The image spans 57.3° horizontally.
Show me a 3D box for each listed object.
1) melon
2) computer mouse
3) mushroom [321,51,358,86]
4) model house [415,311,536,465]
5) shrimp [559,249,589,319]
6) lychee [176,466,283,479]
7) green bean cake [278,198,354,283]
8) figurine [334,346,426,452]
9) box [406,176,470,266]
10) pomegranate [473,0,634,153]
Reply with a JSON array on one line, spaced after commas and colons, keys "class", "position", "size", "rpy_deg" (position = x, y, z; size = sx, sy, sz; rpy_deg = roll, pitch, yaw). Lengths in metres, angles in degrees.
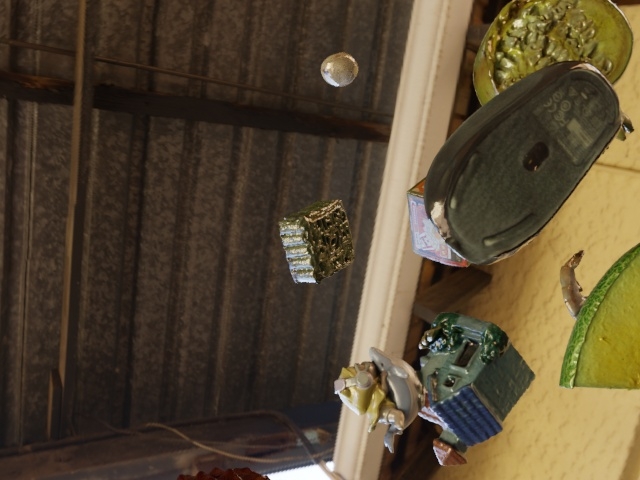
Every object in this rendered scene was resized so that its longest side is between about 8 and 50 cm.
[{"class": "melon", "position": [0.392, 0.087, 0.730], "size": [0.262, 0.114, 0.053], "rpy_deg": [-62, -30, 3]}, {"class": "computer mouse", "position": [0.308, -0.120, 0.911], "size": [0.374, 0.114, 0.203], "rpy_deg": [-43, -83, -9]}, {"class": "mushroom", "position": [0.043, -0.398, 1.333], "size": [0.085, 0.085, 0.079], "rpy_deg": [21, -127, -34]}, {"class": "model house", "position": [0.334, 0.386, 1.503], "size": [0.251, 0.294, 0.329], "rpy_deg": [44, -106, -26]}, {"class": "shrimp", "position": [0.533, 0.087, 1.109], "size": [0.195, 0.035, 0.148], "rpy_deg": [-2, -117, -22]}, {"class": "lychee", "position": [-0.129, 0.550, 0.861], "size": [0.499, 0.425, 0.425], "rpy_deg": [-8, -63, 19]}, {"class": "green bean cake", "position": [0.000, 0.000, 1.429], "size": [0.181, 0.094, 0.173], "rpy_deg": [-26, -73, -46]}, {"class": "figurine", "position": [0.121, 0.316, 1.174], "size": [0.183, 0.209, 0.128], "rpy_deg": [-7, -24, 6]}, {"class": "box", "position": [0.347, -0.060, 1.579], "size": [0.148, 0.177, 0.195], "rpy_deg": [-38, -49, -35]}, {"class": "pomegranate", "position": [0.486, -0.331, 1.212], "size": [0.309, 0.216, 0.359], "rpy_deg": [-36, -89, 0]}]
